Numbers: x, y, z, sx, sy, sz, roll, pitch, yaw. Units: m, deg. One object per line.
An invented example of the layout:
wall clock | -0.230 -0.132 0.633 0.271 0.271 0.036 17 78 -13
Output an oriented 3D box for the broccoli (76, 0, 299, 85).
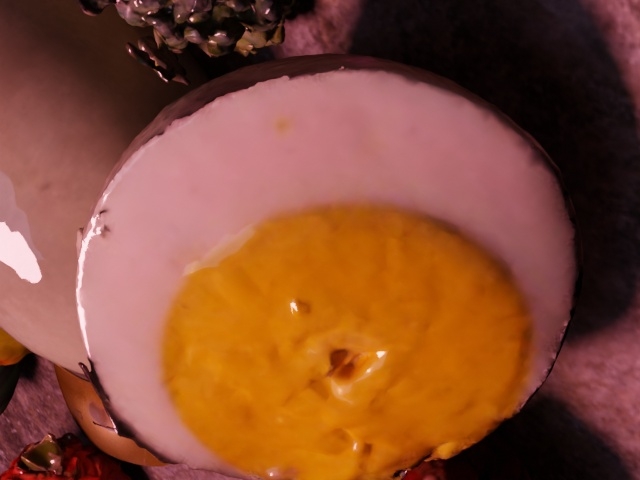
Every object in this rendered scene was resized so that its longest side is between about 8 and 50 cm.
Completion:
broccoli | -0.099 -0.226 0.986 0.198 0.177 0.275 36 -174 -28

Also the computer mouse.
computer mouse | -0.228 0.187 1.480 0.199 0.045 0.102 15 129 43

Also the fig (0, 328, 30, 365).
fig | -0.330 0.011 1.356 0.207 0.207 0.230 6 86 47

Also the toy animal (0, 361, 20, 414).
toy animal | -0.455 0.082 1.515 0.191 0.216 0.338 46 156 54

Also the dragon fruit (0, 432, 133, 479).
dragon fruit | -0.283 0.315 1.526 0.172 0.172 0.209 -16 115 53

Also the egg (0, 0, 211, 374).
egg | -0.190 -0.055 1.077 0.258 0.258 0.352 -26 94 54

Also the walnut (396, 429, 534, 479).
walnut | 0.054 0.235 1.058 0.244 0.222 0.269 36 124 14

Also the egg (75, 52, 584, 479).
egg | 0.000 0.000 0.929 0.337 0.201 0.337 -1 119 -2
